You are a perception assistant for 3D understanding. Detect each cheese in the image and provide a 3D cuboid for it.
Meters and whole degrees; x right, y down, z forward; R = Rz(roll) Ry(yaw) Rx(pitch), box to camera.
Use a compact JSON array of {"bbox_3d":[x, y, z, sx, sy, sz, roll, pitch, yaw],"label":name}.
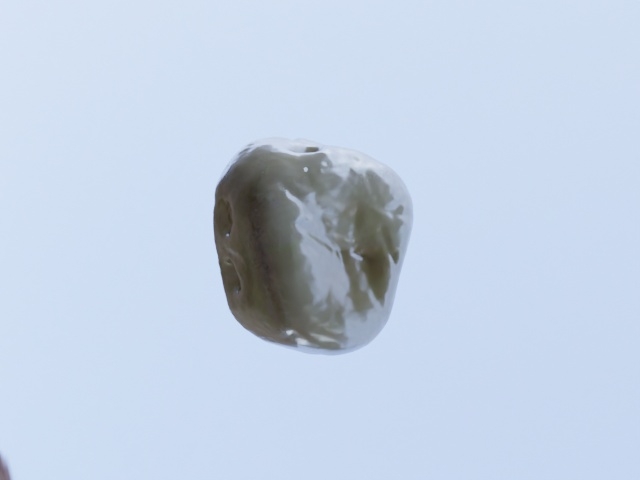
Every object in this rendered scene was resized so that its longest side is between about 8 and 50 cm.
[{"bbox_3d":[0.000,0.000,1.448,0.117,0.218,0.235,7,-48,59],"label":"cheese"}]
